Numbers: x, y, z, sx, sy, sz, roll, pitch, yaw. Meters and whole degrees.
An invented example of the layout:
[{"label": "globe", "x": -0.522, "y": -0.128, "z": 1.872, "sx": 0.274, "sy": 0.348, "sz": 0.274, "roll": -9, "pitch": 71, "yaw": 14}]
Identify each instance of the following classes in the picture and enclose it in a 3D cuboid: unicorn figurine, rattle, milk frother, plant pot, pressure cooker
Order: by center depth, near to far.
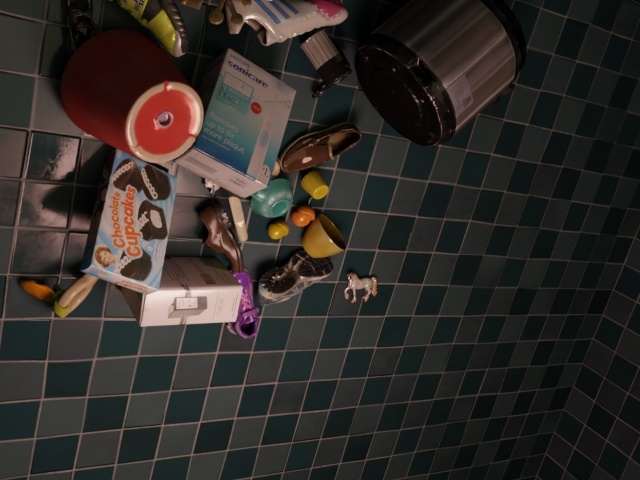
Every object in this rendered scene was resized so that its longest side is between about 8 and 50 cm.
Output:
[{"label": "plant pot", "x": -0.411, "y": -0.315, "z": 1.613, "sx": 0.275, "sy": 0.243, "sz": 0.274, "roll": -27, "pitch": 137, "yaw": -29}, {"label": "rattle", "x": -0.644, "y": 0.094, "z": 1.838, "sx": 0.199, "sy": 0.143, "sz": 0.130, "roll": -52, "pitch": 163, "yaw": -19}, {"label": "milk frother", "x": -0.002, "y": -0.476, "z": 1.932, "sx": 0.143, "sy": 0.129, "sz": 0.134, "roll": -33, "pitch": 93, "yaw": 19}, {"label": "pressure cooker", "x": 0.353, "y": -0.508, "z": 1.949, "sx": 0.420, "sy": 0.375, "sz": 0.370, "roll": -42, "pitch": 170, "yaw": -12}, {"label": "plant pot", "x": 0.000, "y": 0.000, "z": 2.150, "sx": 0.095, "sy": 0.134, "sz": 0.134, "roll": -36, "pitch": 131, "yaw": 17}, {"label": "unicorn figurine", "x": 0.124, "y": 0.151, "z": 2.341, "sx": 0.162, "sy": 0.060, "sz": 0.111, "roll": -12, "pitch": 119, "yaw": -46}]

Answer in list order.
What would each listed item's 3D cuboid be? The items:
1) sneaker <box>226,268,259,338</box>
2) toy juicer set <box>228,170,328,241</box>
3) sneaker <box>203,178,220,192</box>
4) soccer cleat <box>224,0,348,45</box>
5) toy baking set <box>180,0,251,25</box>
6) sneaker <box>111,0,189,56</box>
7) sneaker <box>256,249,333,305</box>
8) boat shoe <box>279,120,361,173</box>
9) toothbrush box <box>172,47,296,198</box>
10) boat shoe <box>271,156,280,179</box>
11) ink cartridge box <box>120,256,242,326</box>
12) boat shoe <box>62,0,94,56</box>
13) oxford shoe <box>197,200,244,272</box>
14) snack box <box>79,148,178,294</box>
[{"label": "sneaker", "x": -0.227, "y": 0.193, "z": 2.103, "sx": 0.095, "sy": 0.104, "sz": 0.236, "roll": -15, "pitch": 119, "yaw": -24}, {"label": "toy juicer set", "x": -0.145, "y": -0.093, "z": 2.032, "sx": 0.329, "sy": 0.089, "sz": 0.209, "roll": -13, "pitch": 141, "yaw": -32}, {"label": "sneaker", "x": -0.307, "y": -0.164, "z": 1.925, "sx": 0.037, "sy": 0.032, "sz": 0.083, "roll": -40, "pitch": 127, "yaw": -10}, {"label": "soccer cleat", "x": -0.088, "y": -0.562, "z": 1.812, "sx": 0.331, "sy": 0.116, "sz": 0.143, "roll": 1, "pitch": 96, "yaw": -24}, {"label": "toy baking set", "x": -0.214, "y": -0.619, "z": 1.697, "sx": 0.256, "sy": 0.030, "sz": 0.197, "roll": -43, "pitch": 88, "yaw": -11}, {"label": "sneaker", "x": -0.436, "y": -0.574, "z": 1.592, "sx": 0.147, "sy": 0.145, "sz": 0.384, "roll": -35, "pitch": 117, "yaw": -3}, {"label": "sneaker", "x": -0.086, "y": 0.116, "z": 2.174, "sx": 0.283, "sy": 0.110, "sz": 0.122, "roll": -21, "pitch": 157, "yaw": -37}, {"label": "boat shoe", "x": 0.003, "y": -0.266, "z": 2.030, "sx": 0.257, "sy": 0.095, "sz": 0.095, "roll": -32, "pitch": 126, "yaw": -15}, {"label": "toothbrush box", "x": -0.209, "y": -0.289, "z": 1.768, "sx": 0.216, "sy": 0.126, "sz": 0.295, "roll": 28, "pitch": 63, "yaw": -29}, {"label": "boat shoe", "x": -0.241, "y": -0.219, "z": 1.889, "sx": 0.341, "sy": 0.110, "sz": 0.121, "roll": 13, "pitch": 105, "yaw": -36}, {"label": "ink cartridge box", "x": -0.379, "y": 0.132, "z": 1.916, "sx": 0.273, "sy": 0.198, "sz": 0.114, "roll": 1, "pitch": 113, "yaw": -32}, {"label": "boat shoe", "x": -0.537, "y": -0.496, "z": 1.595, "sx": 0.066, "sy": 0.066, "sz": 0.183, "roll": -11, "pitch": 118, "yaw": -29}, {"label": "oxford shoe", "x": -0.284, "y": 0.003, "z": 1.998, "sx": 0.096, "sy": 0.083, "sz": 0.227, "roll": -27, "pitch": 116, "yaw": -10}, {"label": "snack box", "x": -0.465, "y": -0.046, "z": 1.744, "sx": 0.187, "sy": 0.060, "sz": 0.321, "roll": 26, "pitch": 56, "yaw": -38}]
